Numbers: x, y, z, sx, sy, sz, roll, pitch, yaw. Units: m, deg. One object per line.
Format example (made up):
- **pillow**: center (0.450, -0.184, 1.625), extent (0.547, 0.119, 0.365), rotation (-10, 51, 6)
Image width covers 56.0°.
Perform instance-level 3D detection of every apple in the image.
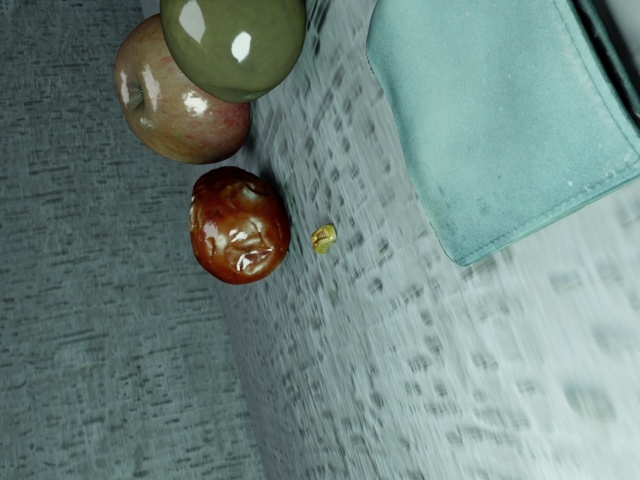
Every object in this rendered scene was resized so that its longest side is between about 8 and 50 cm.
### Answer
- **apple**: center (-0.314, -0.337, 1.354), extent (0.345, 0.269, 0.344), rotation (168, 90, -71)

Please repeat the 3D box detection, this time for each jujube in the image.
- **jujube**: center (-0.178, -0.042, 1.260), extent (0.318, 0.223, 0.223), rotation (-127, 30, -60)

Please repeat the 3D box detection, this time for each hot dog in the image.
- **hot dog**: center (0.000, 0.000, 1.012), extent (0.090, 0.034, 0.030), rotation (125, 130, -65)

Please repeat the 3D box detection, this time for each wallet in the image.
- **wallet**: center (0.127, -0.142, 0.502), extent (0.251, 0.054, 0.290), rotation (126, 128, -68)

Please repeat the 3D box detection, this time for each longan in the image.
- **longan**: center (-0.127, -0.316, 0.889), extent (0.248, 0.248, 0.248), rotation (167, 90, -72)
